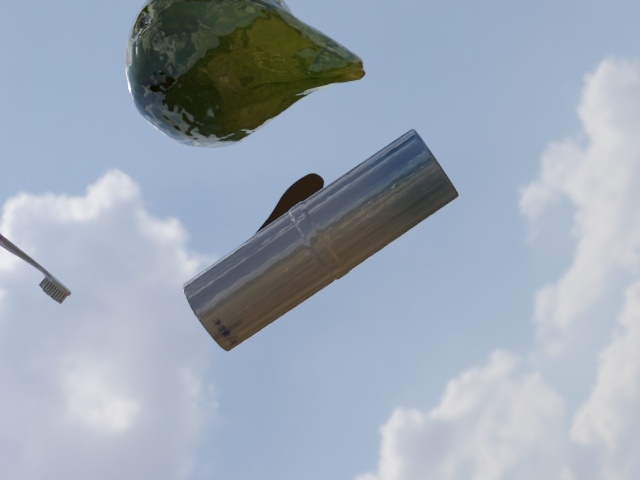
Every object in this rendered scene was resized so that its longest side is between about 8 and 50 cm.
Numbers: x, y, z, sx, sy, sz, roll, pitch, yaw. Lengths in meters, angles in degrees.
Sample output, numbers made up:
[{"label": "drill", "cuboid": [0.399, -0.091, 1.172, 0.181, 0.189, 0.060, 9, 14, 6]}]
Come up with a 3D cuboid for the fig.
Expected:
[{"label": "fig", "cuboid": [-0.077, -0.200, 1.601, 0.206, 0.275, 0.206, -21, -64, -51]}]

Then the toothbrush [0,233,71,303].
[{"label": "toothbrush", "cuboid": [-0.456, -0.011, 1.994, 0.025, 0.286, 0.020, -50, -8, 2]}]

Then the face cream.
[{"label": "face cream", "cuboid": [0.000, 0.000, 1.281, 0.250, 0.077, 0.077, -33, -21, 4]}]

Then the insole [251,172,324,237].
[{"label": "insole", "cuboid": [-0.045, -0.037, 1.940, 0.135, 0.045, 0.002, -51, 24, 3]}]
